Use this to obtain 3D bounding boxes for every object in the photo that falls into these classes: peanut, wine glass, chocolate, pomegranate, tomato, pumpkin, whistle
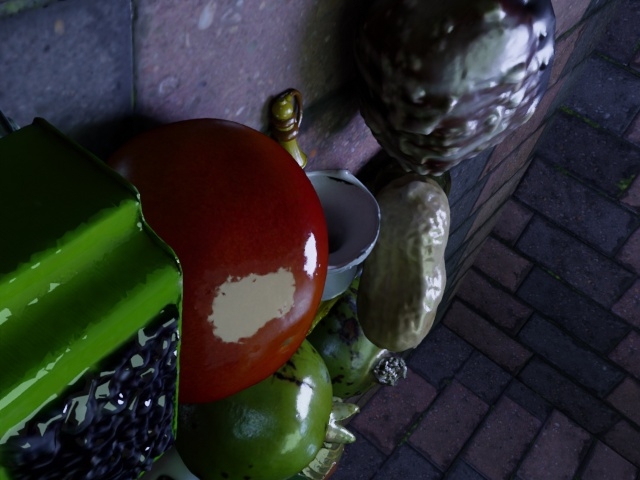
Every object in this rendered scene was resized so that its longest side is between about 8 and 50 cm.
[{"bbox_3d":[0.137,0.033,1.026,0.159,0.143,0.291,-63,158,-70],"label":"peanut"},{"bbox_3d":[0.000,0.000,0.957,0.165,0.165,0.196,-47,168,-18],"label":"wine glass"},{"bbox_3d":[0.153,-0.218,0.832,0.210,0.225,0.340,-42,156,-8],"label":"chocolate"},{"bbox_3d":[-0.079,0.252,0.965,0.341,0.260,0.260,19,109,-36],"label":"pomegranate"},{"bbox_3d":[-0.114,0.033,0.624,0.298,0.226,0.298,-45,162,-18],"label":"tomato"},{"bbox_3d":[0.046,0.192,1.216,0.254,0.271,0.254,-30,132,-40],"label":"pomegranate"},{"bbox_3d":[0.152,-0.067,1.173,0.223,0.157,0.223,-61,179,-2],"label":"pumpkin"},{"bbox_3d":[-0.035,-0.141,0.787,0.057,0.046,0.109,-28,146,-22],"label":"whistle"}]

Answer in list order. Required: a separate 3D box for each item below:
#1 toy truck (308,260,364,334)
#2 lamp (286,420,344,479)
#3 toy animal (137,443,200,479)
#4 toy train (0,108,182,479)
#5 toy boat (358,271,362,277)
[{"bbox_3d":[-0.009,0.069,1.098,0.227,0.114,0.098,-47,160,-18],"label":"toy truck"},{"bbox_3d":[-0.088,0.459,1.447,0.284,0.250,0.250,-19,177,28],"label":"lamp"},{"bbox_3d":[-0.199,0.400,1.094,0.266,0.213,0.212,-48,161,-33],"label":"toy animal"},{"bbox_3d":[-0.214,0.054,0.392,0.173,0.249,0.307,-41,157,-39],"label":"toy train"},{"bbox_3d":[0.146,0.062,1.510,0.127,0.078,0.283,-57,162,19],"label":"toy boat"}]
